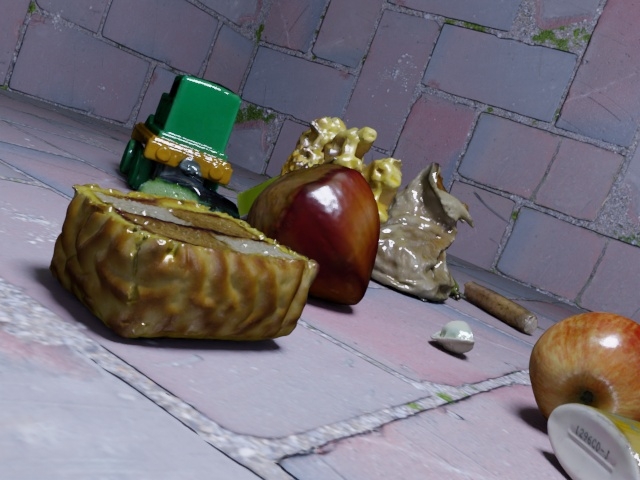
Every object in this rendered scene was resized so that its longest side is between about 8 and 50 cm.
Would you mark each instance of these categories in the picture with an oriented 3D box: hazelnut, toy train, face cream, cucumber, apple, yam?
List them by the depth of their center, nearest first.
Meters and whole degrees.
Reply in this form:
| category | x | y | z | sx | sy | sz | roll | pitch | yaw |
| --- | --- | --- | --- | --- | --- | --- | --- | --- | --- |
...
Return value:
| category | x | y | z | sx | sy | sz | roll | pitch | yaw |
| --- | --- | --- | --- | --- | --- | --- | --- | --- | --- |
| face cream | 0.356 | 0.223 | 0.627 | 0.285 | 0.067 | 0.139 | 20 | 9 | -15 |
| apple | 0.295 | 0.148 | 0.745 | 0.146 | 0.146 | 0.131 | 25 | 30 | 34 |
| hazelnut | 0.000 | 0.000 | 0.966 | 0.208 | 0.208 | 0.208 | 21 | 6 | -2 |
| cucumber | -0.208 | -0.057 | 1.172 | 0.115 | 0.085 | 0.193 | 22 | -1 | 27 |
| toy train | -0.282 | -0.212 | 1.427 | 0.178 | 0.249 | 0.429 | 18 | 7 | -23 |
| yam | 0.388 | 0.144 | 1.533 | 0.057 | 0.056 | 0.241 | 18 | 8 | -25 |

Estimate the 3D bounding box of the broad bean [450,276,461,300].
| category | x | y | z | sx | sy | sz | roll | pitch | yaw |
| --- | --- | --- | --- | --- | --- | --- | --- | --- | --- |
| broad bean | 0.246 | 0.074 | 1.615 | 0.048 | 0.070 | 0.214 | -11 | 38 | -46 |

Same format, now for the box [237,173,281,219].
| category | x | y | z | sx | sy | sz | roll | pitch | yaw |
| --- | --- | --- | --- | --- | --- | --- | --- | --- | --- |
| box | -0.033 | -0.075 | 1.563 | 0.175 | 0.062 | 0.260 | -20 | -24 | 39 |

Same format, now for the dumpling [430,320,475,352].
| category | x | y | z | sx | sy | sz | roll | pitch | yaw |
| --- | --- | --- | --- | --- | --- | --- | --- | --- | --- |
| dumpling | 0.182 | 0.134 | 0.964 | 0.059 | 0.043 | 0.077 | 4 | 24 | -6 |

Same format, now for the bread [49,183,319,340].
| category | x | y | z | sx | sy | sz | roll | pitch | yaw |
| --- | --- | --- | --- | --- | --- | --- | --- | --- | --- |
| bread | -0.124 | 0.023 | 0.632 | 0.181 | 0.096 | 0.222 | 26 | 10 | 38 |

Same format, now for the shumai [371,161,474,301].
| category | x | y | z | sx | sy | sz | roll | pitch | yaw |
| --- | --- | --- | --- | --- | --- | --- | --- | --- | --- |
| shumai | 0.168 | -0.043 | 1.453 | 0.267 | 0.262 | 0.314 | 16 | 6 | -45 |

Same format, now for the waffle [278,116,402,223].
| category | x | y | z | sx | sy | sz | roll | pitch | yaw |
| --- | --- | --- | --- | --- | --- | --- | --- | --- | --- |
| waffle | 0.012 | -0.077 | 1.208 | 0.151 | 0.261 | 0.324 | 27 | 7 | -16 |
